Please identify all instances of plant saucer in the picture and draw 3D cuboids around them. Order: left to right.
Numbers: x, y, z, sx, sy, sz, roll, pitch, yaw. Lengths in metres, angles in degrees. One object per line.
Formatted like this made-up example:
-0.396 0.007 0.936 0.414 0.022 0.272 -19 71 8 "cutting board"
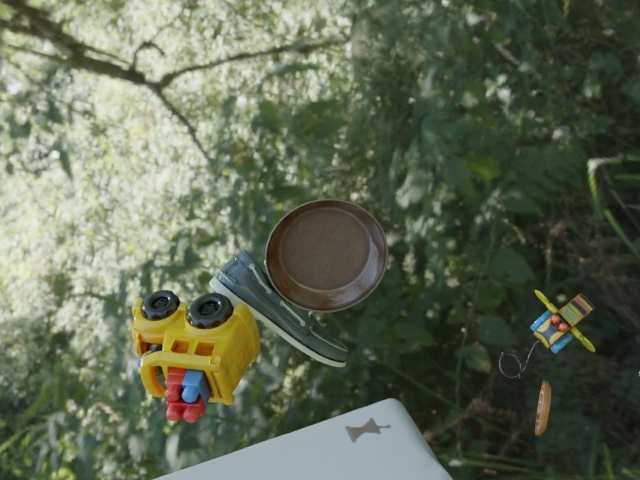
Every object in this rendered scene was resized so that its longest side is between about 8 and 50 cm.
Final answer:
0.009 0.021 1.358 0.036 0.199 0.198 -106 31 -67 "plant saucer"
0.338 0.254 1.273 0.083 0.013 0.083 10 -90 -78 "plant saucer"

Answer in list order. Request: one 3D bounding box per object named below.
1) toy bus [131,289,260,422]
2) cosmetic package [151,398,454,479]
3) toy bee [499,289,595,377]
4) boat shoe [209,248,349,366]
-0.237 0.208 1.436 0.211 0.220 0.149 -70 -22 -43 "toy bus"
0.014 0.434 0.806 0.329 0.328 0.393 -126 20 -67 "cosmetic package"
0.599 0.222 2.095 0.298 0.195 0.162 -57 -7 -30 "toy bee"
-0.056 0.132 1.583 0.099 0.319 0.116 -55 21 -1 "boat shoe"
